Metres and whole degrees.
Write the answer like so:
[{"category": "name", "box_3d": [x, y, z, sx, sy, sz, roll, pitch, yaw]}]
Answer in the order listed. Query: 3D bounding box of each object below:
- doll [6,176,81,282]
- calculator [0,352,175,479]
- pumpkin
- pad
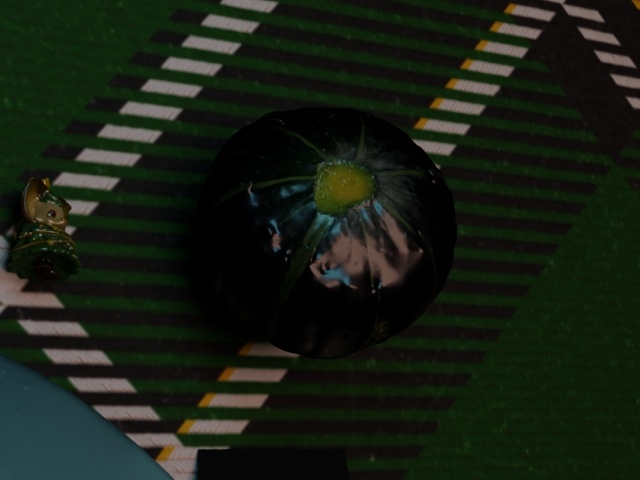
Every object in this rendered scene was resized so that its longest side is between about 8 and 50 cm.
[{"category": "doll", "box_3d": [-0.297, -0.008, 1.962, 0.078, 0.076, 0.113, 43, 22, -54]}, {"category": "calculator", "box_3d": [-0.263, 0.260, 1.817, 0.386, 0.054, 0.256, 39, 42, -5]}, {"category": "pumpkin", "box_3d": [0.000, 0.000, 2.104, 0.295, 0.296, 0.296, 10, 74, -38]}, {"category": "pad", "box_3d": [-0.044, 0.321, 2.001, 0.170, 0.006, 0.245, 1, 47, -9]}]
